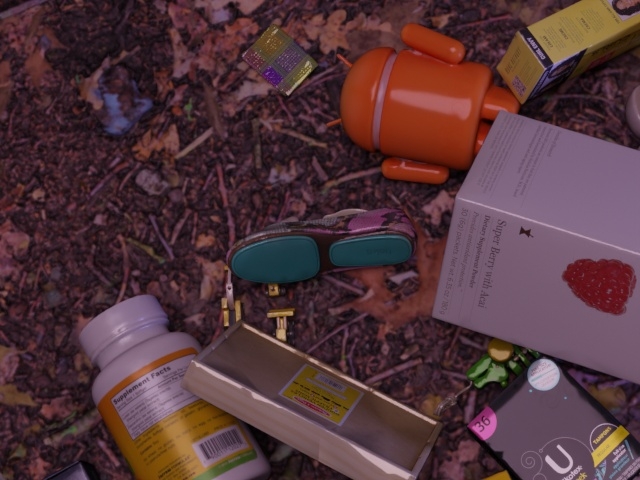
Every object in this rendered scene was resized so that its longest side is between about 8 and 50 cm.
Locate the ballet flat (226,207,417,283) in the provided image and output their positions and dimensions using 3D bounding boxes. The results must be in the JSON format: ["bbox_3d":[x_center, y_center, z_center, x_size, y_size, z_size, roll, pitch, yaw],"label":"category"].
[{"bbox_3d":[0.000,0.000,1.668,0.221,0.077,0.079,-8,38,-3],"label":"ballet flat"}]

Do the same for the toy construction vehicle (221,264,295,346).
[{"bbox_3d":[-0.073,0.075,1.679,0.086,0.035,0.098,-2,77,8],"label":"toy construction vehicle"}]

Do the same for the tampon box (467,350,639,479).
[{"bbox_3d":[0.257,0.221,1.559,0.120,0.101,0.161,-44,74,-3],"label":"tampon box"}]

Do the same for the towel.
[{"bbox_3d":[-0.050,-0.220,1.757,0.083,0.009,0.060,42,86,14],"label":"towel"}]

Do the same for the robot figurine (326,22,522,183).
[{"bbox_3d":[0.118,-0.154,1.655,0.219,0.158,0.128,12,62,11],"label":"robot figurine"}]

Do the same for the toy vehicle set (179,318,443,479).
[{"bbox_3d":[-0.004,0.180,1.567,0.267,0.166,0.035,27,108,9],"label":"toy vehicle set"}]

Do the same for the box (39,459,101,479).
[{"bbox_3d":[-0.293,0.393,1.628,0.183,0.059,0.233,-29,74,0],"label":"box"}]

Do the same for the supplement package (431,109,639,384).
[{"bbox_3d":[0.291,0.013,1.530,0.293,0.177,0.175,17,41,12],"label":"supplement package"}]

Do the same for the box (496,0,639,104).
[{"bbox_3d":[0.314,-0.238,1.627,0.232,0.087,0.058,-27,74,-22],"label":"box"}]

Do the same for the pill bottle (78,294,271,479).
[{"bbox_3d":[-0.171,0.189,1.616,0.136,0.136,0.246,-32,74,1],"label":"pill bottle"}]

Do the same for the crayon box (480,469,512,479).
[{"bbox_3d":[0.090,0.448,1.456,0.363,0.106,0.313,-19,77,-21],"label":"crayon box"}]

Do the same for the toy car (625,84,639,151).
[{"bbox_3d":[0.434,-0.124,1.600,0.136,0.159,0.182,18,56,-28],"label":"toy car"}]

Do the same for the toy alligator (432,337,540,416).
[{"bbox_3d":[0.205,0.138,1.610,0.051,0.056,0.190,40,86,15],"label":"toy alligator"}]
